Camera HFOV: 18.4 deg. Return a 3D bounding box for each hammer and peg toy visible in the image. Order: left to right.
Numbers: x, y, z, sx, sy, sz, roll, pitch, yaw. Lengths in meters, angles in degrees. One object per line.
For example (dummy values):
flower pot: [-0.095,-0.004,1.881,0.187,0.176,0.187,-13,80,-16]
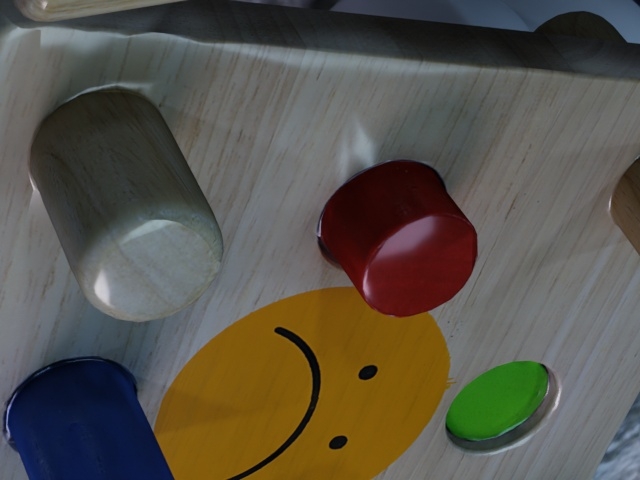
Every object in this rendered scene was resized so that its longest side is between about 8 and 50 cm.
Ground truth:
hammer and peg toy: [0.000,0.000,0.566,0.266,0.127,0.361,2,128,-28]

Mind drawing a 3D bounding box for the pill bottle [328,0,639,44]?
pill bottle: [0.123,-0.031,0.805,0.265,0.153,0.153,3,124,-39]
